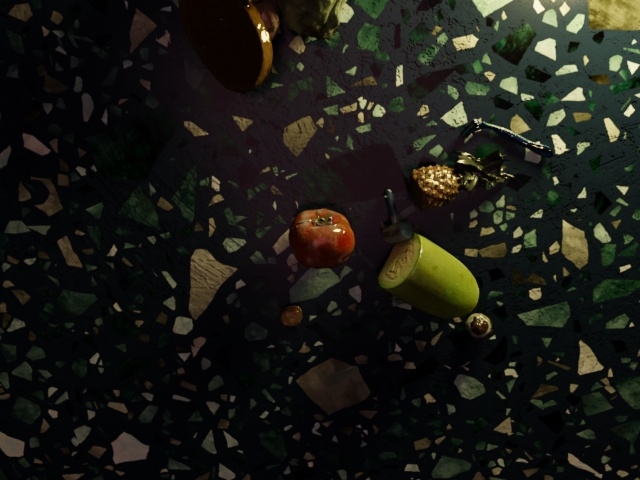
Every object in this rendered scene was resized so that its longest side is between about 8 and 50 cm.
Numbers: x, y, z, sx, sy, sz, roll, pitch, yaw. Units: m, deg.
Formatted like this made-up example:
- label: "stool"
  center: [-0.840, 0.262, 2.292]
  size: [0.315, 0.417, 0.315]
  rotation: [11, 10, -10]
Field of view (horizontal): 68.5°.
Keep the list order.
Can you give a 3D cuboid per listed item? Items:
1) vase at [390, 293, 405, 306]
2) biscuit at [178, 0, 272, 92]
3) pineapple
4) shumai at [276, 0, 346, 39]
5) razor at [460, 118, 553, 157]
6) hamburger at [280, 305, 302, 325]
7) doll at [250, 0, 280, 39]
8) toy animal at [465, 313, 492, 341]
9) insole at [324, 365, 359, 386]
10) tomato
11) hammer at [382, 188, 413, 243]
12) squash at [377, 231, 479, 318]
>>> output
- label: "vase"
  center: [0.336, 0.210, 1.747]
  size: [0.149, 0.081, 0.081]
  rotation: [-3, 104, 6]
- label: "biscuit"
  center: [-0.280, -0.655, 1.431]
  size: [0.350, 0.070, 0.394]
  rotation: [-27, 95, 51]
- label: "pineapple"
  center: [0.485, -0.223, 1.606]
  size: [0.365, 0.165, 0.165]
  rotation: [-20, 103, -3]
- label: "shumai"
  center: [-0.016, -0.743, 1.405]
  size: [0.309, 0.304, 0.263]
  rotation: [5, 115, 1]
- label: "razor"
  center: [0.650, -0.352, 1.610]
  size: [0.324, 0.093, 0.056]
  rotation: [15, 69, -7]
- label: "hamburger"
  center: [-0.110, 0.286, 1.786]
  size: [0.083, 0.044, 0.076]
  rotation: [-2, 106, 3]
- label: "doll"
  center: [-0.219, -0.763, 1.480]
  size: [0.156, 0.201, 0.303]
  rotation: [-29, 99, -35]
- label: "toy animal"
  center: [0.603, 0.342, 1.765]
  size: [0.098, 0.098, 0.137]
  rotation: [-26, 103, 7]
- label: "insole"
  center: [0.083, 0.541, 1.870]
  size: [0.153, 0.002, 0.053]
  rotation: [-24, 103, 7]
- label: "tomato"
  center: [-0.001, -0.002, 1.627]
  size: [0.232, 0.232, 0.188]
  rotation: [7, 122, -1]
- label: "hammer"
  center: [0.258, -0.089, 1.668]
  size: [0.070, 0.116, 0.193]
  rotation: [-12, 87, -35]
- label: "squash"
  center: [0.406, 0.142, 1.679]
  size: [0.309, 0.210, 0.233]
  rotation: [30, 83, -22]
